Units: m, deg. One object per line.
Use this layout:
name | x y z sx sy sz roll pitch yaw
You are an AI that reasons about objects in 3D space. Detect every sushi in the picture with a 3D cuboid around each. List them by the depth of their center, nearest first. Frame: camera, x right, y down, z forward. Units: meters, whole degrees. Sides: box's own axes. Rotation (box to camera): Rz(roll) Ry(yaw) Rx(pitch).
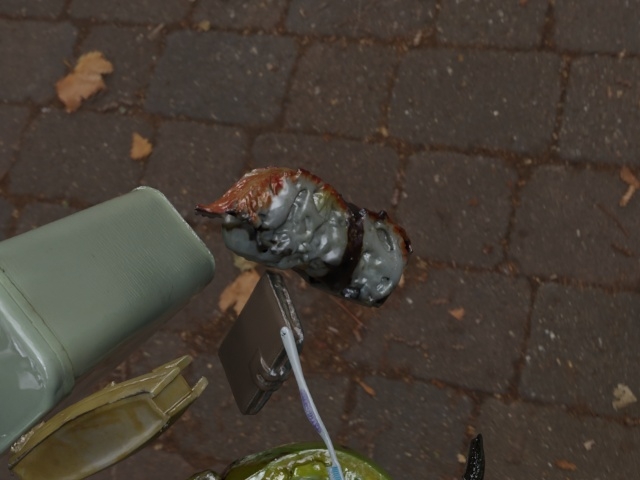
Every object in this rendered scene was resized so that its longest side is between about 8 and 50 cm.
sushi | 0.000 0.000 1.164 0.124 0.332 0.130 5 69 50

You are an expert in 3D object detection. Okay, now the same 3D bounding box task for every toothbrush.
toothbrush | -0.007 0.129 0.743 0.011 0.013 0.131 -33 70 39

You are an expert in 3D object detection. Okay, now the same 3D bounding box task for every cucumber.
cucumber | 0.242 0.359 1.490 0.034 0.033 0.135 29 40 2

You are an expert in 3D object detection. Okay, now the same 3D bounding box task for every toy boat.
toy boat | -0.185 0.157 0.815 0.206 0.072 0.064 -29 105 21

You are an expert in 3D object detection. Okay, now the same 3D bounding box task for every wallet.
wallet | -0.068 0.123 1.109 0.153 0.039 0.118 -55 41 35

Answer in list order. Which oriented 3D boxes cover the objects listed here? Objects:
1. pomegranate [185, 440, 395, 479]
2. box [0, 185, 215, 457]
pomegranate | -0.003 0.356 0.959 0.260 0.260 0.341 -34 99 5
box | -0.336 0.118 1.094 0.352 0.344 0.177 -41 89 29
